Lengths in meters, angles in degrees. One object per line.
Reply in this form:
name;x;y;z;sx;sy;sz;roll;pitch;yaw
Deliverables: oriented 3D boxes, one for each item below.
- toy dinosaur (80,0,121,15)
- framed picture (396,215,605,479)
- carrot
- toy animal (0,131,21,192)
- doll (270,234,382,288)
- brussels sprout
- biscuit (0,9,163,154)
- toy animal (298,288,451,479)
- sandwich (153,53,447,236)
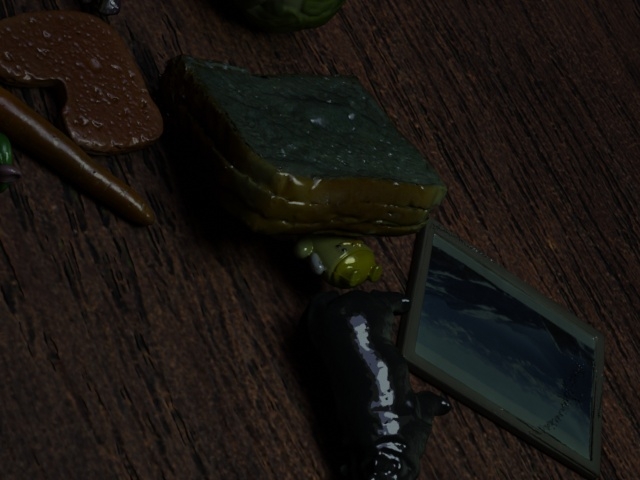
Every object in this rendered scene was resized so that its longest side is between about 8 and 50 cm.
toy dinosaur;-0.262;-0.400;1.744;0.199;0.072;0.251;33;51;-5
framed picture;0.248;0.141;1.868;0.335;0.022;0.247;33;45;-20
carrot;-0.282;-0.092;1.557;0.248;0.043;0.043;38;43;-18
toy animal;-0.400;-0.087;1.403;0.208;0.103;0.100;0;18;-38
doll;0.000;0.000;1.686;0.162;0.062;0.106;39;29;30
brussels sprout;-0.041;-0.385;1.840;0.244;0.244;0.244;23;49;-28
biscuit;-0.287;-0.177;1.614;0.186;0.036;0.192;-18;74;-44
toy animal;0.068;0.213;1.598;0.168;0.106;0.343;12;58;-36
sandwich;-0.022;-0.111;1.694;0.301;0.099;0.271;2;34;-40
